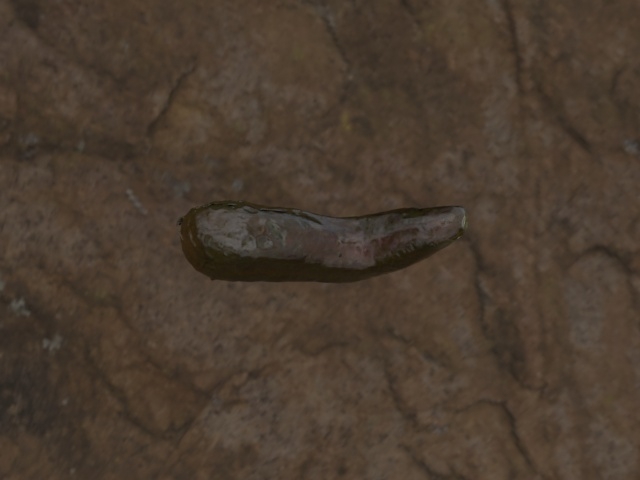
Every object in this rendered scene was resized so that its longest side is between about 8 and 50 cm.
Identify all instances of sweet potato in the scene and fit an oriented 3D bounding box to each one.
[{"bbox_3d":[0.001,0.002,1.017,0.233,0.081,0.062,-1,73,-7],"label":"sweet potato"}]
